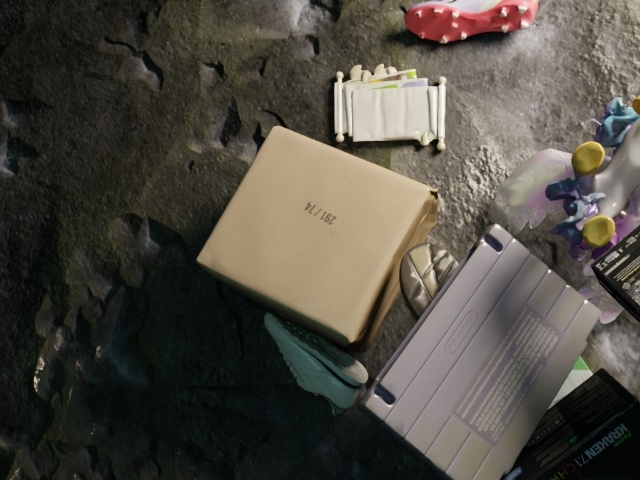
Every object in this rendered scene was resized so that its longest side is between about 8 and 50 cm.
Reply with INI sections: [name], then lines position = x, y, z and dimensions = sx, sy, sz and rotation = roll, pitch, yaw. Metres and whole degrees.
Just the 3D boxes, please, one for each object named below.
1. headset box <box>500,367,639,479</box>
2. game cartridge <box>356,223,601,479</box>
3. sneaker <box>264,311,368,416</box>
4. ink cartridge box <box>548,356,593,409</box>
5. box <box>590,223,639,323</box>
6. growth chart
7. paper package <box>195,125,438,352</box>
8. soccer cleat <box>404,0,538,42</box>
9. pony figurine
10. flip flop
[headset box]
position = 0.423, 0.381, 0.993
dimensions = 0.246, 0.131, 0.283
rotation = -40, 96, 8
[game cartridge]
position = 0.245, 0.178, 1.014
dimensions = 0.230, 0.068, 0.355
rotation = 42, 71, -4
[sneaker]
position = -0.026, 0.218, 1.246
dimensions = 0.235, 0.090, 0.095
rotation = 39, 113, 26
[ink cartridge box]
position = 0.342, 0.266, 1.116
dimensions = 0.212, 0.093, 0.154
rotation = -33, 71, 5
[box]
position = 0.474, 0.035, 0.878
dimensions = 0.180, 0.077, 0.147
rotation = -42, 51, 8
[growth chart]
position = 0.134, -0.264, 1.332
dimensions = 0.237, 0.021, 0.172
rotation = 5, 79, 18
[paper package]
position = 0.000, 0.000, 1.220
dimensions = 0.324, 0.168, 0.310
rotation = 25, 78, 19
[soccer cleat]
position = 0.288, -0.439, 1.305
dimensions = 0.247, 0.083, 0.095
rotation = 1, 49, 22
[pony figurine]
position = 0.449, -0.072, 1.056
dimensions = 0.303, 0.363, 0.351
rotation = 45, 108, 17
[flip flop]
position = 0.208, 0.136, 1.088
dimensions = 0.112, 0.080, 0.277
rotation = -30, 85, -18
